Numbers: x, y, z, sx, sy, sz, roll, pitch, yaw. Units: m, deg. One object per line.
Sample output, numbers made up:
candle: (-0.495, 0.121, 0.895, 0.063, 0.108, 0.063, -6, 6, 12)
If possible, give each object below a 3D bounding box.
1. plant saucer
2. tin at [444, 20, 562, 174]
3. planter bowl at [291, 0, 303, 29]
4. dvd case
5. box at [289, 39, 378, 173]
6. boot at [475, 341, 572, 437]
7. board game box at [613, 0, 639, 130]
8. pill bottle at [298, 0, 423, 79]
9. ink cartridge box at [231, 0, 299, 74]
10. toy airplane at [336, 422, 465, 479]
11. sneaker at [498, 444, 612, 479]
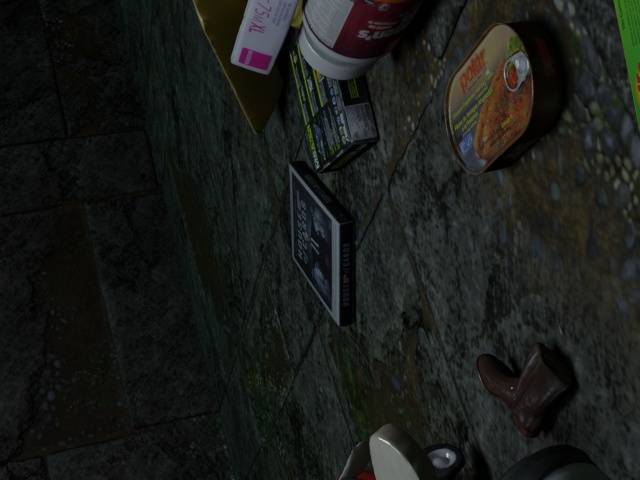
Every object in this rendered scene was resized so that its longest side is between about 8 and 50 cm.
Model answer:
plant saucer: (-0.151, -0.389, 1.634, 0.332, 0.081, 0.332, 64, -174, -63)
tin: (0.167, -0.131, 0.943, 0.189, 0.040, 0.106, 129, 125, -69)
planter bowl: (-0.059, -0.395, 1.440, 0.217, 0.090, 0.217, 170, 90, -73)
dvd case: (0.000, 0.000, 1.593, 0.238, 0.030, 0.179, -128, 32, -57)
box: (0.014, -0.203, 1.396, 0.184, 0.045, 0.190, 144, 113, -75)
boot: (0.198, 0.126, 0.991, 0.106, 0.037, 0.114, 53, 155, 30)
board game box: (0.237, -0.166, 0.669, 0.092, 0.043, 0.181, 161, 99, -74)
pill bottle: (0.047, -0.269, 1.107, 0.221, 0.121, 0.121, 125, 132, -68)
ink cartridge box: (-0.025, -0.377, 1.227, 0.186, 0.065, 0.311, 128, 159, -68)
toy airplane: (0.108, 0.397, 1.033, 0.384, 0.272, 0.386, 109, 139, -68)
sneaker: (0.271, 0.380, 0.759, 0.257, 0.169, 0.447, 10, 118, 63)
